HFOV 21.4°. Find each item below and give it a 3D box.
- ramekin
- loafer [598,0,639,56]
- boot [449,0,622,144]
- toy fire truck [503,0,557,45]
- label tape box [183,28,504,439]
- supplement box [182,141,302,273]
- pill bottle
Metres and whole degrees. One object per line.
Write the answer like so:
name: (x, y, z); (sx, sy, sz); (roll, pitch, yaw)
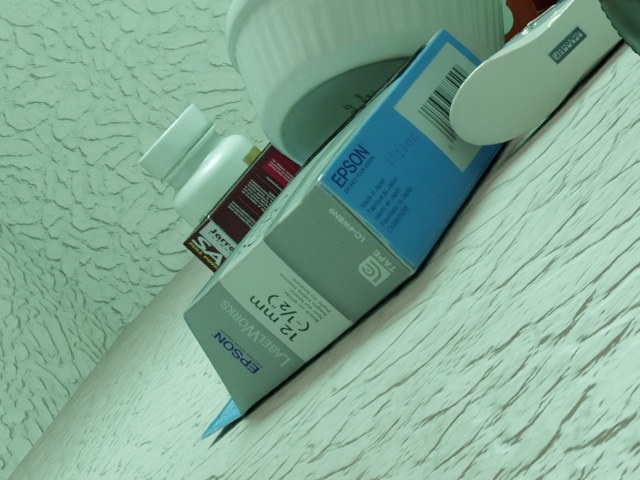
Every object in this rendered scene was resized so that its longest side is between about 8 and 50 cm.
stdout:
ramekin: (0.053, -0.168, 1.606); (0.273, 0.273, 0.127); (-42, 50, 45)
loafer: (0.260, -0.212, 1.116); (0.096, 0.084, 0.267); (-41, 8, 50)
boot: (0.189, -0.148, 1.377); (0.190, 0.069, 0.086); (-38, 1, 17)
toy fire truck: (0.145, -0.312, 1.820); (0.302, 0.254, 0.169); (-49, 6, -15)
label tape box: (0.000, 0.000, 1.495); (0.347, 0.115, 0.249); (-40, 9, 45)
supplement box: (-0.040, -0.038, 1.972); (0.073, 0.130, 0.239); (-42, 7, 48)
pill bottle: (-0.112, -0.059, 2.145); (0.131, 0.229, 0.131); (-47, 6, 6)
